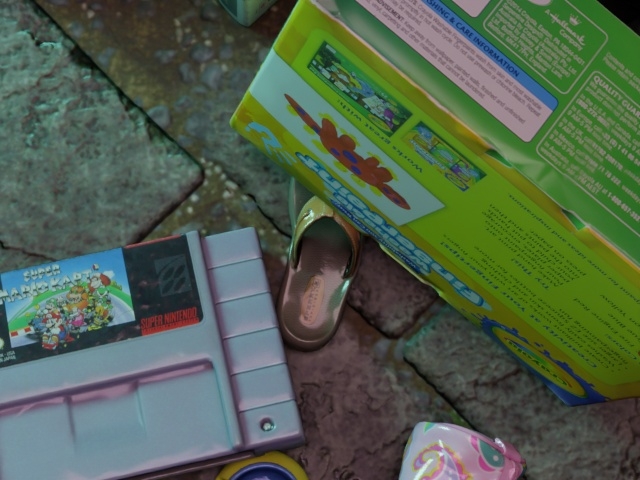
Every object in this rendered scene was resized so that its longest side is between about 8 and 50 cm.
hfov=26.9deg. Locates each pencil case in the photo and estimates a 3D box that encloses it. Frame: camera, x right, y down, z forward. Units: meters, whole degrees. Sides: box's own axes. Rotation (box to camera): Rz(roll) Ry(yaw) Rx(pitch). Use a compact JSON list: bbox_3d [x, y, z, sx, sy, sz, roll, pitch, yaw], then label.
[{"bbox_3d":[0.100,0.312,1.242,0.124,0.124,0.284,20,76,2],"label":"pencil case"}]

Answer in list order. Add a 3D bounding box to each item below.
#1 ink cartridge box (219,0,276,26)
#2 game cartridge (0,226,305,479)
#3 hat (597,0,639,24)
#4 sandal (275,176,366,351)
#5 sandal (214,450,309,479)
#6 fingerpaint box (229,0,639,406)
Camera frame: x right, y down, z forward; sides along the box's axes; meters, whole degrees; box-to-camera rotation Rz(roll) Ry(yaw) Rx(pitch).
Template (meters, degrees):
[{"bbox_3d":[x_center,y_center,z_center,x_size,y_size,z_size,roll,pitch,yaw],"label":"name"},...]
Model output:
[{"bbox_3d":[-0.009,-0.333,1.328,0.232,0.189,0.066,-41,84,-10],"label":"ink cartridge box"},{"bbox_3d":[-0.211,0.122,1.278,0.355,0.068,0.230,-13,71,-5],"label":"game cartridge"},{"bbox_3d":[0.253,-0.284,1.341,0.331,0.331,0.134,47,120,6],"label":"hat"},{"bbox_3d":[0.000,0.000,1.330,0.090,0.060,0.219,14,79,0],"label":"sandal"},{"bbox_3d":[-0.098,0.342,1.224,0.126,0.138,0.317,18,81,-1],"label":"sandal"},{"bbox_3d":[0.164,-0.064,1.158,0.445,0.371,0.163,39,74,-2],"label":"fingerpaint box"}]
